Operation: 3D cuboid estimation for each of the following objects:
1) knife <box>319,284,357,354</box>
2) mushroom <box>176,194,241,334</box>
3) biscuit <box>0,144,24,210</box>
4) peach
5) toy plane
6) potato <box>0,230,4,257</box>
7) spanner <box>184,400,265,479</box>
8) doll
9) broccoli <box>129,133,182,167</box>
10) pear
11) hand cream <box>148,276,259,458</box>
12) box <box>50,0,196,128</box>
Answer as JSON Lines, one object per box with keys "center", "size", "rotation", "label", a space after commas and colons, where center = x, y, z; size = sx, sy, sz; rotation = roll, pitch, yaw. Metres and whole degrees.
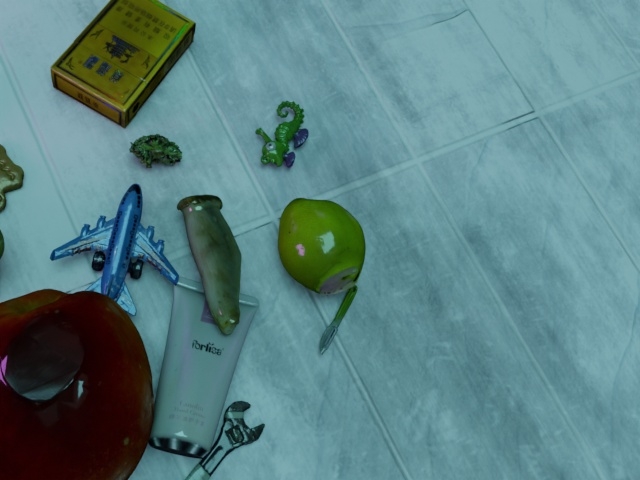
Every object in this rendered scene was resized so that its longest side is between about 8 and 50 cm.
{"center": [0.037, 0.171, 1.556], "size": [0.022, 0.026, 0.184], "rotation": [52, 56, -35], "label": "knife"}
{"center": [-0.214, 0.040, 1.490], "size": [0.107, 0.087, 0.333], "rotation": [-2, 55, -36], "label": "mushroom"}
{"center": [-0.733, -0.110, 1.475], "size": [0.225, 0.036, 0.166], "rotation": [-38, 82, -24], "label": "biscuit"}
{"center": [-0.462, 0.262, 1.243], "size": [0.335, 0.310, 0.405], "rotation": [-2, 68, -18], "label": "peach"}
{"center": [-0.408, 0.013, 1.465], "size": [0.254, 0.105, 0.271], "rotation": [13, 65, -9], "label": "toy plane"}
{"center": [-0.755, 0.003, 1.326], "size": [0.304, 0.216, 0.215], "rotation": [24, 65, -8], "label": "potato"}
{"center": [-0.223, 0.451, 1.378], "size": [0.087, 0.024, 0.316], "rotation": [40, 64, -2], "label": "spanner"}
{"center": [-0.090, -0.250, 1.682], "size": [0.115, 0.050, 0.190], "rotation": [31, 63, -8], "label": "doll"}
{"center": [-0.360, -0.193, 1.572], "size": [0.095, 0.097, 0.092], "rotation": [-36, 35, -6], "label": "broccoli"}
{"center": [0.000, 0.000, 1.536], "size": [0.188, 0.187, 0.219], "rotation": [-12, 59, -18], "label": "pear"}
{"center": [-0.239, 0.247, 1.414], "size": [0.186, 0.118, 0.358], "rotation": [15, 58, -9], "label": "hand cream"}
{"center": [-0.449, -0.429, 1.647], "size": [0.193, 0.084, 0.301], "rotation": [30, 65, 0], "label": "box"}
